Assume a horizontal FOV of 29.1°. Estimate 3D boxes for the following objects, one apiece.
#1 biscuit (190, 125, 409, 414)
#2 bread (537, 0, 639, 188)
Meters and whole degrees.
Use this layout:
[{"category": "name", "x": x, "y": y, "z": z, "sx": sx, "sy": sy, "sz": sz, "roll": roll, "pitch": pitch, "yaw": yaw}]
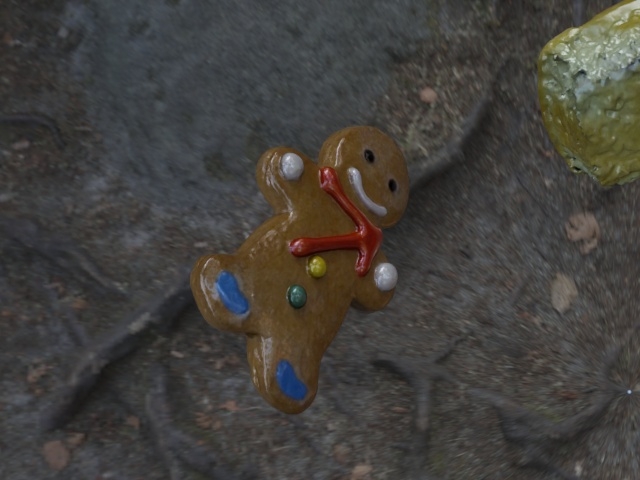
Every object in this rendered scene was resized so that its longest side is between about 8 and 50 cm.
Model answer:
[{"category": "biscuit", "x": 0.002, "y": 0.000, "z": 1.225, "sx": 0.049, "sy": 0.324, "sz": 0.205, "roll": -15, "pitch": 117, "yaw": 45}, {"category": "bread", "x": 0.339, "y": -0.157, "z": 1.207, "sx": 0.245, "sy": 0.174, "sz": 0.121, "roll": -26, "pitch": 39, "yaw": -1}]
